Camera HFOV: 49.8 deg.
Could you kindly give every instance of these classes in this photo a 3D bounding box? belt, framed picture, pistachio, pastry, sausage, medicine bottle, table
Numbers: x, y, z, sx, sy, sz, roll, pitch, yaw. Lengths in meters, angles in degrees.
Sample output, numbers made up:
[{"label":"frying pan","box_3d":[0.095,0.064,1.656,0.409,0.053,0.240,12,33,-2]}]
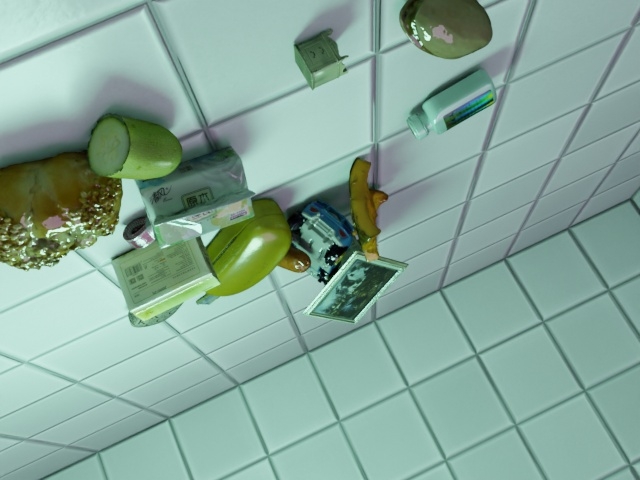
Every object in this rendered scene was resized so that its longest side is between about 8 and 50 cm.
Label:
[{"label":"belt","box_3d":[-0.363,-0.055,1.635,0.232,0.071,0.053,-32,142,9]},{"label":"framed picture","box_3d":[0.112,0.156,2.148,0.232,0.019,0.296,14,126,-38]},{"label":"pistachio","box_3d":[0.258,-0.439,1.399,0.226,0.135,0.136,0,148,-37]},{"label":"pastry","box_3d":[-0.524,-0.045,1.336,0.311,0.161,0.255,-22,157,-17]},{"label":"sausage","box_3d":[-0.104,0.046,2.026,0.076,0.198,0.076,-16,115,-38]},{"label":"medicine bottle","box_3d":[0.335,-0.341,1.773,0.229,0.083,0.121,-30,158,7]},{"label":"table","box_3d":[0.002,-0.353,1.342,0.083,0.079,0.062,-26,162,-7]}]

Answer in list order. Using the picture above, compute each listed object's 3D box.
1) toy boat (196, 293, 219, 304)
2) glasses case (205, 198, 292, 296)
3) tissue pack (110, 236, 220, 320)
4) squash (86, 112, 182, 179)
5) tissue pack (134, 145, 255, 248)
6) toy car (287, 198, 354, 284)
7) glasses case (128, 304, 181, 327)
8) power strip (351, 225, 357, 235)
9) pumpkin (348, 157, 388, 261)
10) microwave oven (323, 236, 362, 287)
[{"label":"toy boat","box_3d":[-0.358,0.182,2.301,0.115,0.016,0.063,-37,157,24]},{"label":"glasses case","box_3d":[-0.207,0.037,1.951,0.173,0.141,0.371,-8,153,-43]},{"label":"tissue pack","box_3d":[-0.402,0.084,1.796,0.234,0.159,0.125,-26,160,-1]},{"label":"squash","box_3d":[-0.342,-0.172,1.320,0.123,0.123,0.187,-37,163,26]},{"label":"tissue pack","box_3d":[-0.265,-0.083,1.511,0.230,0.145,0.159,-20,125,-14]},{"label":"toy car","box_3d":[0.000,0.000,2.082,0.166,0.198,0.314,-45,169,-23]},{"label":"glasses case","box_3d":[-0.457,0.156,2.013,0.137,0.085,0.354,-11,155,-40]},{"label":"power strip","box_3d":[0.136,-0.071,2.141,0.178,0.028,0.049,-52,177,-35]},{"label":"pumpkin","box_3d":[0.138,-0.074,1.971,0.095,0.258,0.290,-7,160,11]},{"label":"microwave oven","box_3d":[0.094,0.101,2.304,0.194,0.145,0.240,-24,-159,0]}]
